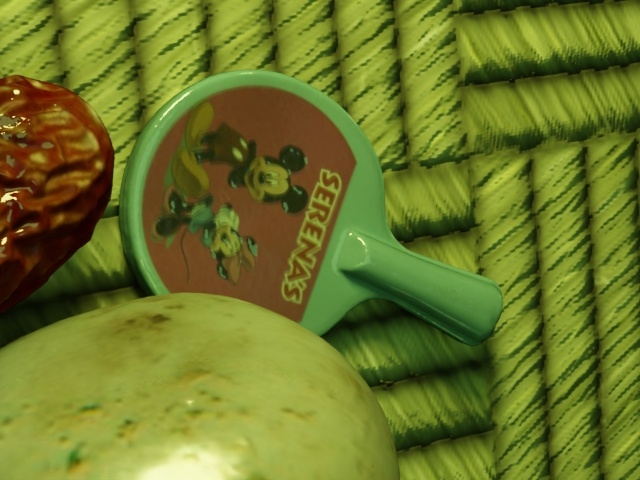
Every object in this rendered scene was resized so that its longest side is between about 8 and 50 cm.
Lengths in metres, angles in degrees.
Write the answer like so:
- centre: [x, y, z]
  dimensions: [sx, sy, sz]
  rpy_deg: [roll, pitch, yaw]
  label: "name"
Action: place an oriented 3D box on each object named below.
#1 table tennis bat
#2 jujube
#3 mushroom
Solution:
- centre: [0.000, 0.000, 1.037]
  dimensions: [0.244, 0.040, 0.153]
  rpy_deg: [25, 81, -25]
  label: "table tennis bat"
- centre: [-0.181, -0.014, 0.893]
  dimensions: [0.176, 0.109, 0.112]
  rpy_deg: [-36, 147, -31]
  label: "jujube"
- centre: [-0.078, 0.152, 0.912]
  dimensions: [0.244, 0.243, 0.243]
  rpy_deg: [-3, 96, -30]
  label: "mushroom"
